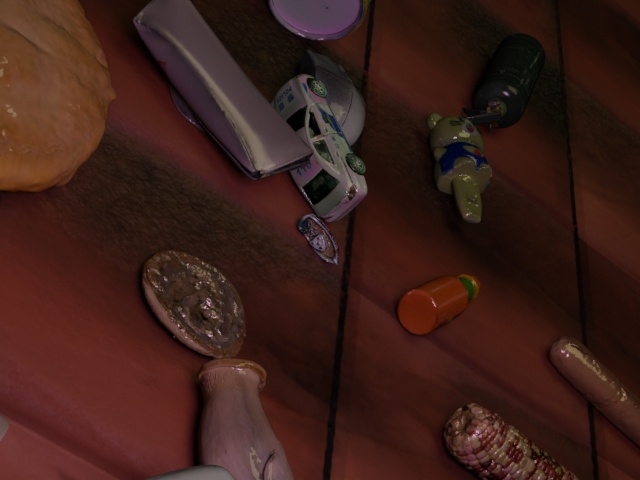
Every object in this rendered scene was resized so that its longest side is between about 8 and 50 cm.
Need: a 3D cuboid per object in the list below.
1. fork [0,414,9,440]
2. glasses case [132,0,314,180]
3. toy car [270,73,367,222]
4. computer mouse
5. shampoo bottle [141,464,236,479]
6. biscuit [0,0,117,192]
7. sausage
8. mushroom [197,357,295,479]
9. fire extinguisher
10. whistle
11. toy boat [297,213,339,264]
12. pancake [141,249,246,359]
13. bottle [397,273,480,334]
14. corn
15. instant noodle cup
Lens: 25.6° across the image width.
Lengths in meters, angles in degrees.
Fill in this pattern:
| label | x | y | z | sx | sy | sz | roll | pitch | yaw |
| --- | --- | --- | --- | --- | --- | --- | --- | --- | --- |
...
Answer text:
| label | x | y | z | sx | sy | sz | roll | pitch | yaw |
| --- | --- | --- | --- | --- | --- | --- | --- | --- | --- |
| fork | -0.345 | 0.233 | 1.331 | 0.034 | 0.028 | 0.219 | 34 | 32 | -10 |
| glasses case | -0.147 | -0.201 | 1.932 | 0.308 | 0.083 | 0.128 | 52 | 39 | 3 |
| toy car | -0.013 | -0.136 | 2.014 | 0.076 | 0.090 | 0.224 | -1 | 58 | -47 |
| computer mouse | 0.024 | -0.224 | 2.148 | 0.113 | 0.068 | 0.229 | 39 | 30 | -30 |
| shampoo bottle | -0.098 | 0.398 | 1.334 | 0.222 | 0.151 | 0.349 | -1 | 59 | -52 |
| biscuit | -0.428 | -0.242 | 1.622 | 0.446 | 0.104 | 0.429 | 24 | 41 | -32 |
| sausage | 0.473 | 0.259 | 2.217 | 0.301 | 0.066 | 0.066 | 40 | 34 | -11 |
| mushroom | -0.085 | 0.240 | 1.559 | 0.108 | 0.096 | 0.247 | -4 | 54 | -22 |
| fire extinguisher | 0.332 | -0.279 | 2.562 | 0.115 | 0.095 | 0.311 | 6 | 31 | 14 |
| whistle | 0.229 | -0.122 | 2.286 | 0.105 | 0.085 | 0.227 | 18 | 44 | -26 |
| toy boat | 0.000 | 0.000 | 1.942 | 0.083 | 0.038 | 0.038 | 52 | 33 | 3 |
| pancake | -0.151 | 0.077 | 1.701 | 0.158 | 0.028 | 0.158 | 33 | 34 | -26 |
| bottle | 0.181 | 0.085 | 2.042 | 0.069 | 0.069 | 0.187 | 56 | 33 | 9 |
| corn | 0.273 | 0.313 | 1.911 | 0.253 | 0.086 | 0.086 | 38 | 35 | -21 |
| instant noodle cup | 0.009 | -0.422 | 2.241 | 0.205 | 0.205 | 0.153 | 33 | 46 | -24 |
